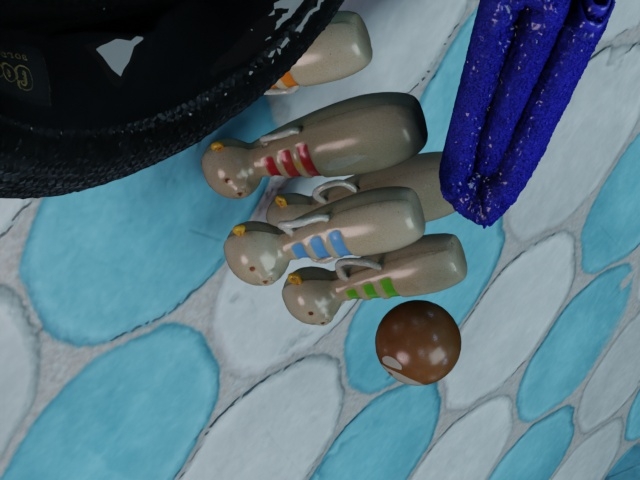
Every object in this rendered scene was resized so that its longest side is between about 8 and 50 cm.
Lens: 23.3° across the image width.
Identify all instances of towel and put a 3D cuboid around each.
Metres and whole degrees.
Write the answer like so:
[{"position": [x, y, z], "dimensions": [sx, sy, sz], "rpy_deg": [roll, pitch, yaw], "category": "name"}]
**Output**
[{"position": [0.149, -0.186, 0.985], "dimensions": [0.227, 0.076, 0.308], "rpy_deg": [97, 9, -56], "category": "towel"}]

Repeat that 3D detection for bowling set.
[{"position": [0.000, 0.000, 0.988], "dimensions": [0.154, 0.200, 0.287], "rpy_deg": [-14, 152, 18], "category": "bowling set"}]

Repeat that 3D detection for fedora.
[{"position": [-0.109, -0.179, 0.677], "dimensions": [0.334, 0.152, 0.334], "rpy_deg": [-38, 149, -28], "category": "fedora"}]
